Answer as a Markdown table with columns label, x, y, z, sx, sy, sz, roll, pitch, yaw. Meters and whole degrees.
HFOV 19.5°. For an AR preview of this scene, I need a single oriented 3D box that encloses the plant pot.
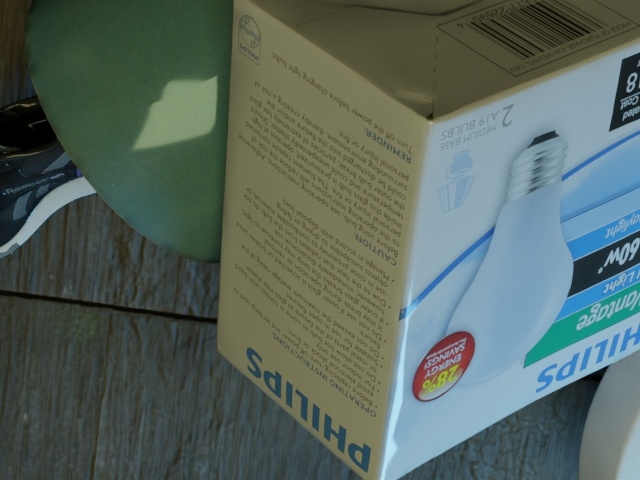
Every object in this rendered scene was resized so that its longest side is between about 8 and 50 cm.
| label | x | y | z | sx | sy | sz | roll | pitch | yaw |
| --- | --- | --- | --- | --- | --- | --- | --- | --- | --- |
| plant pot | -0.081 | -0.154 | 1.597 | 0.195 | 0.290 | 0.290 | -33 | 108 | 27 |

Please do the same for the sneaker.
| label | x | y | z | sx | sy | sz | roll | pitch | yaw |
| --- | --- | --- | --- | --- | --- | --- | --- | --- | --- |
| sneaker | -0.285 | -0.076 | 1.703 | 0.283 | 0.107 | 0.124 | -29 | 148 | 24 |

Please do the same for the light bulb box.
| label | x | y | z | sx | sy | sz | roll | pitch | yaw |
| --- | --- | --- | --- | --- | --- | --- | --- | --- | --- |
| light bulb box | 0.122 | -0.049 | 1.520 | 0.358 | 0.225 | 0.361 | -24 | 136 | -32 |

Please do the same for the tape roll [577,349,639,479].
| label | x | y | z | sx | sy | sz | roll | pitch | yaw |
| --- | --- | --- | --- | --- | --- | --- | --- | --- | --- |
| tape roll | 0.430 | 0.185 | 1.787 | 0.392 | 0.072 | 0.392 | -11 | 120 | -20 |
